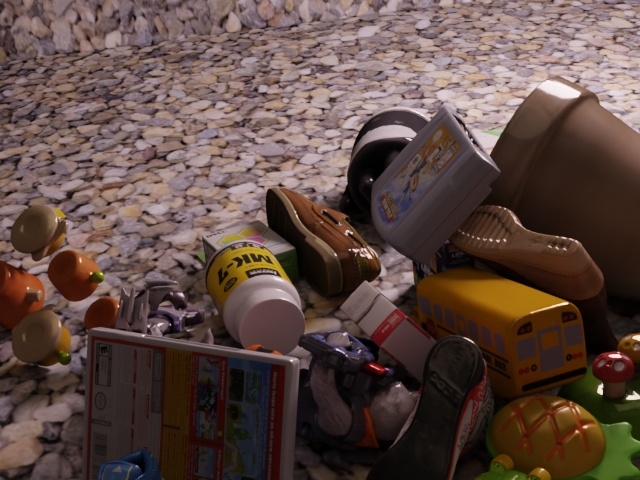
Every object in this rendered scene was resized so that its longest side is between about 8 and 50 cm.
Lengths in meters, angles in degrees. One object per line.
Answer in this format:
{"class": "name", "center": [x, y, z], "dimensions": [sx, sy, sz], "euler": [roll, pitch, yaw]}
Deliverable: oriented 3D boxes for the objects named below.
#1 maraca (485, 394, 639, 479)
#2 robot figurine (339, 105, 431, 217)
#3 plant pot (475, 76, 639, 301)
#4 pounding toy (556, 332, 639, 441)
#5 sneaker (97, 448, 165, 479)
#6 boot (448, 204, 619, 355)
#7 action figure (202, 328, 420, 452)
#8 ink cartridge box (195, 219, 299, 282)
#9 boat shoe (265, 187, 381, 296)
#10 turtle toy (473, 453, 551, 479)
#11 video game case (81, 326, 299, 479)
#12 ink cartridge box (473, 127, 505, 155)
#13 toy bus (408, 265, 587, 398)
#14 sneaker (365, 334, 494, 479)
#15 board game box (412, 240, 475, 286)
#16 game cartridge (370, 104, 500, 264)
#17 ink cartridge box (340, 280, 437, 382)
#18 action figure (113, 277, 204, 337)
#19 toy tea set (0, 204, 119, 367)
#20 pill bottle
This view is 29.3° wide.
{"class": "maraca", "center": [0.286, 0.241, 1.437], "dimensions": [0.185, 0.099, 0.127], "euler": [11, 46, 18]}
{"class": "robot figurine", "center": [0.140, -0.135, 2.212], "dimensions": [0.209, 0.174, 0.278], "euler": [2, 25, 6]}
{"class": "plant pot", "center": [0.415, -0.046, 1.843], "dimensions": [0.280, 0.323, 0.323], "euler": [28, 38, 25]}
{"class": "pounding toy", "center": [0.413, 0.175, 1.537], "dimensions": [0.236, 0.110, 0.183], "euler": [-3, 25, 7]}
{"class": "sneaker", "center": [-0.244, 0.319, 1.355], "dimensions": [0.091, 0.126, 0.240], "euler": [3, 25, 19]}
{"class": "boot", "center": [0.293, 0.062, 1.712], "dimensions": [0.248, 0.207, 0.090], "euler": [20, 57, 44]}
{"class": "action figure", "center": [-0.021, 0.199, 1.605], "dimensions": [0.330, 0.179, 0.341], "euler": [9, -2, 17]}
{"class": "ink cartridge box", "center": [-0.130, 0.020, 2.062], "dimensions": [0.109, 0.062, 0.209], "euler": [-17, 26, -21]}
{"class": "boat shoe", "center": [0.000, 0.000, 2.040], "dimensions": [0.104, 0.111, 0.307], "euler": [-11, 34, -20]}
{"class": "turtle toy", "center": [0.218, 0.299, 1.362], "dimensions": [0.130, 0.066, 0.095], "euler": [16, 34, 38]}
{"class": "video game case", "center": [-0.161, 0.222, 1.464], "dimensions": [0.285, 0.204, 0.025], "euler": [6, 6, 26]}
{"class": "ink cartridge box", "center": [0.320, -0.127, 2.243], "dimensions": [0.154, 0.093, 0.212], "euler": [-8, 26, -5]}
{"class": "toy bus", "center": [0.218, 0.119, 1.625], "dimensions": [0.108, 0.130, 0.332], "euler": [-15, 14, -18]}
{"class": "sneaker", "center": [0.134, 0.257, 1.449], "dimensions": [0.090, 0.145, 0.270], "euler": [16, 68, 24]}
{"class": "board game box", "center": [0.185, 0.033, 1.864], "dimensions": [0.048, 0.141, 0.170], "euler": [-12, 24, -11]}
{"class": "game cartridge", "center": [0.159, -0.082, 1.808], "dimensions": [0.198, 0.062, 0.297], "euler": [-45, 18, 11]}
{"class": "ink cartridge box", "center": [0.099, 0.122, 1.644], "dimensions": [0.056, 0.099, 0.135], "euler": [-49, 31, 0]}
{"class": "action figure", "center": [-0.227, 0.139, 1.649], "dimensions": [0.099, 0.185, 0.285], "euler": [16, 2, 0]}
{"class": "toy tea set", "center": [-0.400, 0.103, 1.894], "dimensions": [0.200, 0.124, 0.336], "euler": [-45, 53, -3]}
{"class": "pill bottle", "center": [-0.097, 0.089, 1.835], "dimensions": [0.119, 0.119, 0.208], "euler": [-12, 25, -13]}
